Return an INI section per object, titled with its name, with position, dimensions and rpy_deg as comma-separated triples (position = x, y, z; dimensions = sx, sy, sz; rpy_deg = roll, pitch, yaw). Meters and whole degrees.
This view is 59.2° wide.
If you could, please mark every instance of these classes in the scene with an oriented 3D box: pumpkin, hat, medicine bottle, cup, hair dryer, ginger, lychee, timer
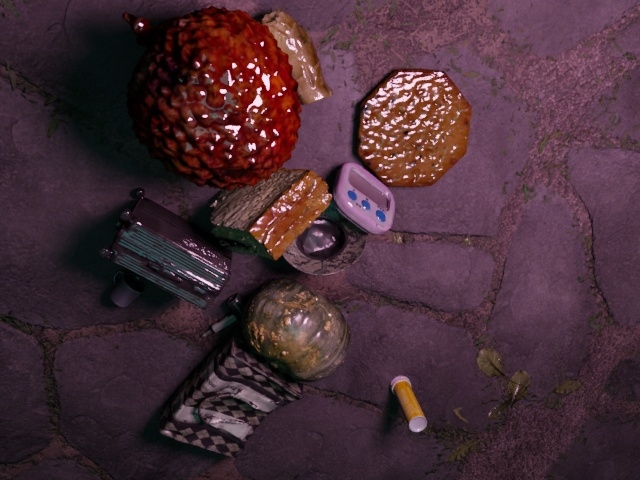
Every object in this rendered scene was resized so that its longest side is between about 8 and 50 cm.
[pumpkin]
position = -0.074, 0.265, 1.694
dimensions = 0.327, 0.291, 0.257
rpy_deg = 43, 70, -34
[hat]
position = 0.000, 0.000, 1.673
dimensions = 0.265, 0.128, 0.266
rpy_deg = 2, 71, -6
[medicine bottle]
position = 0.297, 0.548, 1.897
dimensions = 0.073, 0.218, 0.074
rpy_deg = -3, 111, -8
[cup]
position = -0.590, 0.142, 1.693
dimensions = 0.077, 0.078, 0.100
rpy_deg = -42, 77, 14
[hair dryer]
position = -0.306, 0.254, 1.789
dimensions = 0.197, 0.057, 0.100
rpy_deg = -34, 111, 12
[ginger]
position = -0.063, -0.484, 1.489
dimensions = 0.109, 0.116, 0.263
rpy_deg = -23, 119, 21
[lychee]
position = -0.267, -0.354, 1.353
dimensions = 0.424, 0.425, 0.500
rpy_deg = -38, 111, 8
[timer]
position = 0.124, -0.119, 1.627
dimensions = 0.208, 0.191, 0.069
rpy_deg = 34, 133, -19

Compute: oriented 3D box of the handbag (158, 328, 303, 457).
[handbag]
position = -0.282, 0.521, 1.834
dimensions = 0.316, 0.180, 0.416
rpy_deg = 36, 110, -22

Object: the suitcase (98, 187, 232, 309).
[suitcase]
position = -0.415, 0.025, 1.579
dimensions = 0.335, 0.230, 0.152
rpy_deg = 31, 105, -18

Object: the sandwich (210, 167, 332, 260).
[sandwich]
position = -0.163, -0.082, 1.544
dimensions = 0.262, 0.325, 0.131
rpy_deg = -49, 125, -24

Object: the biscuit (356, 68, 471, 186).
[biscuit]
position = 0.270, -0.323, 1.635
dimensions = 0.359, 0.046, 0.359
rpy_deg = -4, 113, -10
